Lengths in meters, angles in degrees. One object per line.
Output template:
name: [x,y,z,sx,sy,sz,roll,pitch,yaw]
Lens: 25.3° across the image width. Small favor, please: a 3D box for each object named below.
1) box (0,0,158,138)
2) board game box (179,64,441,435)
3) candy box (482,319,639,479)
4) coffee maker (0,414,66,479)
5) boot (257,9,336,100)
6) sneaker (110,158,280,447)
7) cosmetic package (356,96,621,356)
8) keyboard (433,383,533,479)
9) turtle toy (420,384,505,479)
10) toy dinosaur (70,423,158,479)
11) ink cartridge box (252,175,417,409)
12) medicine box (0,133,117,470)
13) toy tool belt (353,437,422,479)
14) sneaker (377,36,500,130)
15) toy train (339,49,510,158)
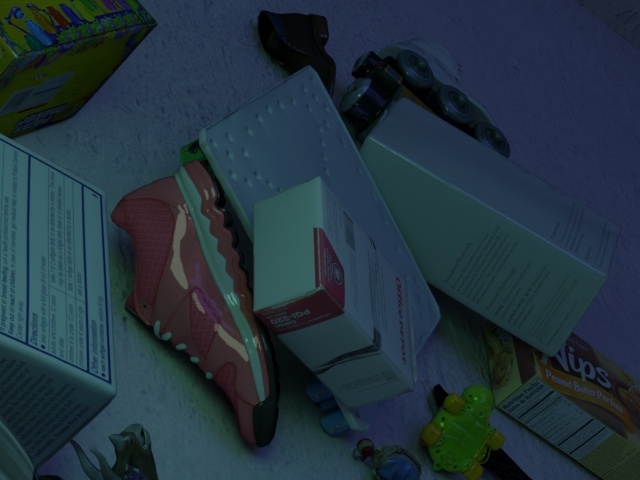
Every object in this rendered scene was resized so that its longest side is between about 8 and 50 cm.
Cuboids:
box: [-0.380,-0.262,1.527,0.279,0.177,0.290,49,27,4]
board game box: [0.000,0.000,1.766,0.390,0.050,0.390,62,25,-8]
candy box: [0.385,0.236,2.090,0.316,0.087,0.183,34,28,-23]
coffee maker: [-0.278,0.201,1.095,0.178,0.171,0.120,56,41,-33]
boot: [-0.040,-0.274,2.204,0.106,0.082,0.219,10,44,-19]
sneaker: [-0.133,0.078,1.527,0.116,0.136,0.314,76,-4,-85]
cosmetic package: [0.219,-0.026,2.026,0.385,0.156,0.217,31,26,6]
keyboard: [0.210,0.272,1.857,0.192,0.038,0.100,45,3,-3]
turtle toy: [0.177,0.234,1.775,0.095,0.066,0.130,43,69,-9]
toy dinosaur: [-0.115,0.316,1.232,0.160,0.121,0.313,-2,58,-43]
ink cartridge box: [0.017,0.061,1.556,0.218,0.092,0.158,47,30,-42]
medicine box: [-0.335,0.024,1.229,0.289,0.149,0.263,29,31,-32]
toy tool belt: [0.080,0.262,1.637,0.083,0.052,0.051,31,22,-29]
sneaker: [0.241,-0.251,2.530,0.292,0.108,0.169,48,29,3]
toy train: [0.173,-0.161,2.282,0.334,0.142,0.190,42,36,-11]
